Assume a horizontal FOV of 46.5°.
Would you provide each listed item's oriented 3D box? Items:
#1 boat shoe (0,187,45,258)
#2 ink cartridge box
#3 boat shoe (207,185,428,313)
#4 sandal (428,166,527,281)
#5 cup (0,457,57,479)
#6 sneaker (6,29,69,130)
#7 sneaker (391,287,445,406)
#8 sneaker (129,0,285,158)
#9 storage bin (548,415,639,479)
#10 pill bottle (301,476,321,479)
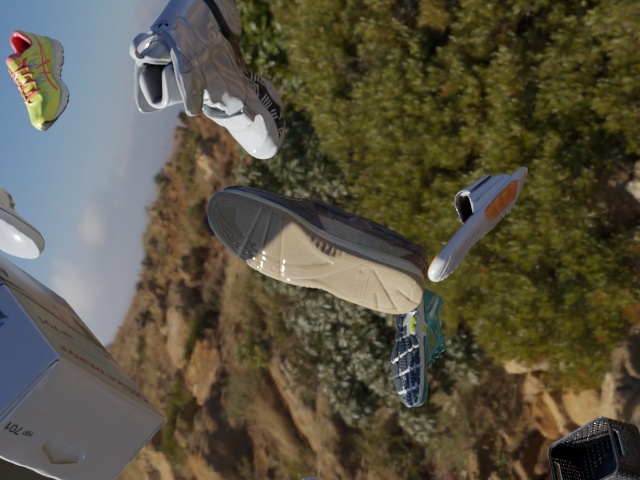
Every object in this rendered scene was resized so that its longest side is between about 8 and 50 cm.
[{"bbox_3d":[-0.598,-0.062,1.346,0.084,0.258,0.095,-57,-1,-43],"label":"boat shoe"},{"bbox_3d":[-0.231,0.094,0.592,0.082,0.139,0.191,-48,53,-10],"label":"ink cartridge box"},{"bbox_3d":[0.000,0.000,0.932,0.092,0.285,0.102,-60,-12,-51],"label":"boat shoe"},{"bbox_3d":[0.245,-0.046,1.226,0.265,0.076,0.102,-43,-24,-22],"label":"sandal"},{"bbox_3d":[-0.487,0.243,0.956,0.237,0.331,0.331,43,127,37],"label":"cup"},{"bbox_3d":[-0.496,-0.277,1.280,0.081,0.094,0.208,-34,57,25],"label":"sneaker"},{"bbox_3d":[0.229,0.232,1.641,0.107,0.110,0.275,-32,44,55],"label":"sneaker"},{"bbox_3d":[-0.196,-0.248,1.288,0.210,0.137,0.365,-56,-40,-32],"label":"sneaker"},{"bbox_3d":[0.554,0.445,1.492,0.180,0.084,0.122,126,154,-44],"label":"storage bin"},{"bbox_3d":[-0.044,0.604,1.500,0.229,0.131,0.131,-57,-3,-40],"label":"pill bottle"}]
